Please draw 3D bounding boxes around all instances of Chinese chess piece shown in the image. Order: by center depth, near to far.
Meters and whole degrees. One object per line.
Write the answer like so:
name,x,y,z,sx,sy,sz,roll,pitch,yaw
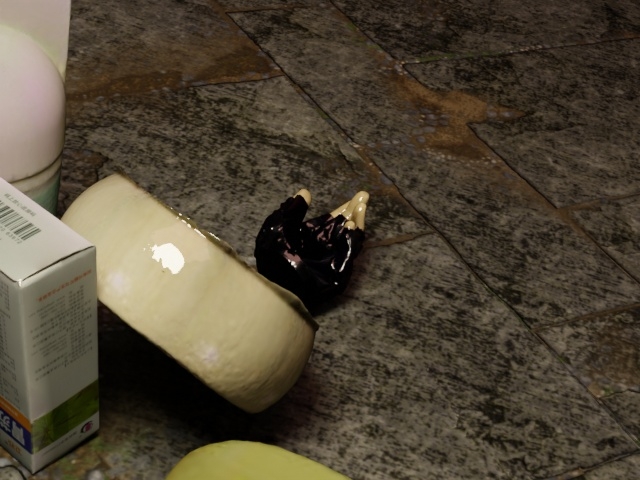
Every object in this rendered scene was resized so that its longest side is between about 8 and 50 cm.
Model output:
Chinese chess piece,-0.159,0.061,1.539,0.338,0.338,0.140,34,82,28

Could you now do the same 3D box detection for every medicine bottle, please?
medicine bottle,-0.441,-0.136,1.643,0.236,0.406,0.235,9,35,-6

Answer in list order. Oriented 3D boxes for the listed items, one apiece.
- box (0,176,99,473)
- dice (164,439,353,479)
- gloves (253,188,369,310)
box,-0.349,0.086,1.446,0.200,0.299,0.106,33,48,27
dice,-0.071,0.351,1.224,0.227,0.233,0.238,21,36,10
gloves,0.000,0.000,1.840,0.164,0.124,0.203,45,44,16
